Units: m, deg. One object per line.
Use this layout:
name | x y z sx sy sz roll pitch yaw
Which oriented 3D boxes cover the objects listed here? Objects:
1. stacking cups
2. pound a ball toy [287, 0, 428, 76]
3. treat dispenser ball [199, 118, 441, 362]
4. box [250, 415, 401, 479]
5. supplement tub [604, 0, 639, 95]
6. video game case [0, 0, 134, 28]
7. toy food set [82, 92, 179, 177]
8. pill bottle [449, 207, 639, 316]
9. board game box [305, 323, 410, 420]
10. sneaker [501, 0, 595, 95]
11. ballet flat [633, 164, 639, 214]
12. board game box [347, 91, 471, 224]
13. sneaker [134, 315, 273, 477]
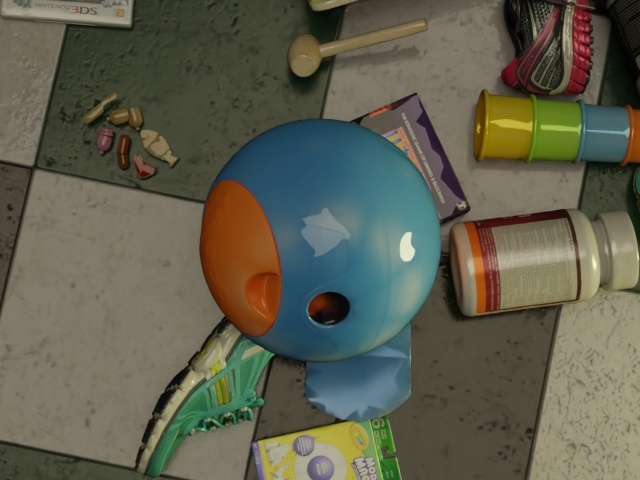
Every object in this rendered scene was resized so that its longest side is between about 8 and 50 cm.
stacking cups | 0.359 -0.130 1.877 0.316 0.096 0.096 6 84 -3
pound a ball toy | 0.083 -0.362 1.870 0.319 0.136 0.208 -18 118 2
treat dispenser ball | 0.000 0.000 1.722 0.288 0.288 0.288 0 84 -1
box | 0.009 0.286 1.846 0.179 0.043 0.105 -13 84 -4
supplement tub | 0.437 -0.279 1.870 0.117 0.117 0.190 -17 75 -3
video game case | -0.327 -0.380 1.924 0.173 0.022 0.190 4 83 -1
toy food set | -0.250 -0.129 1.900 0.078 0.019 0.122 -40 93 -4
pill bottle | 0.280 0.024 1.839 0.221 0.121 0.121 -7 84 -2
board game box | 0.047 0.148 1.861 0.133 0.033 0.168 2 77 -3
sneaker | 0.290 -0.337 1.880 0.112 0.121 0.299 0 84 1
ballet flat | 0.424 -0.048 1.886 0.041 0.041 0.114 -1 52 -1
board game box | 0.095 -0.086 1.885 0.141 0.048 0.170 -25 85 -2
sneaker | -0.129 0.194 1.827 0.110 0.107 0.275 41 85 -5
